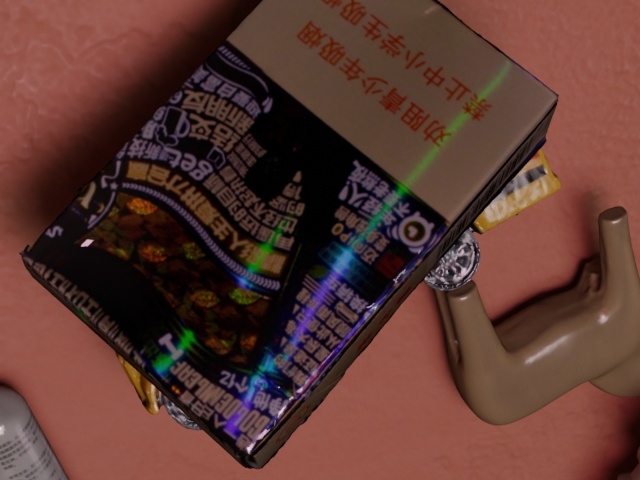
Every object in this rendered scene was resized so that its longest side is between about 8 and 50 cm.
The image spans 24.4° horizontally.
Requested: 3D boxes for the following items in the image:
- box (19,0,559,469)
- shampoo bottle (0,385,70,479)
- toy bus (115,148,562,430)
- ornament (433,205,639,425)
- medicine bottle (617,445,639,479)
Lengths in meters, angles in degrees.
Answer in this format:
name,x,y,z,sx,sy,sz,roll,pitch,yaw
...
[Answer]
name,x,y,z,sx,sy,sz,roll,pitch,yaw
box,-0.015,-0.031,0.966,0.198,0.084,0.310,40,79,10
shampoo bottle,-0.229,0.149,1.087,0.056,0.056,0.195,-25,121,-9
toy bus,0.000,0.000,1.071,0.335,0.121,0.123,-29,113,-7
ornament,0.216,0.076,1.229,0.230,0.061,0.245,-27,130,-10
medicine bottle,0.377,0.144,1.277,0.324,0.124,0.179,-54,156,10
